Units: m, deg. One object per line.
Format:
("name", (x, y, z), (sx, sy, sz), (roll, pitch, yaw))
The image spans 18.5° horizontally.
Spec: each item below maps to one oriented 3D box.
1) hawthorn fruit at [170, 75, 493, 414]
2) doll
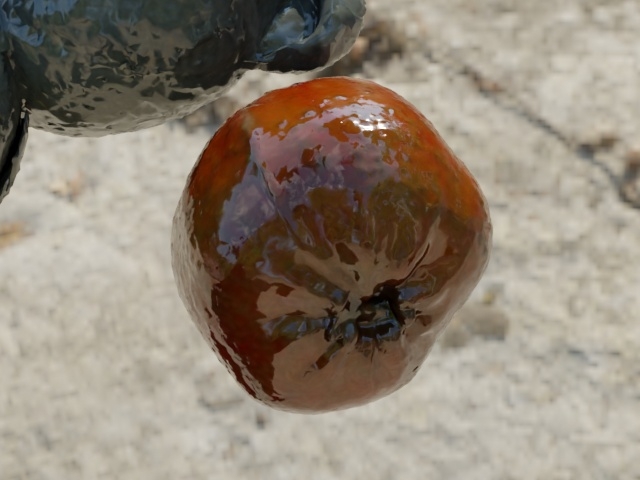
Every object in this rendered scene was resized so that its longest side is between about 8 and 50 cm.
("hawthorn fruit", (0.000, 0.000, 0.731), (0.128, 0.128, 0.128), (-3, 40, 3))
("doll", (-0.168, -0.098, 0.800), (0.340, 0.158, 0.246), (-21, 66, -1))
